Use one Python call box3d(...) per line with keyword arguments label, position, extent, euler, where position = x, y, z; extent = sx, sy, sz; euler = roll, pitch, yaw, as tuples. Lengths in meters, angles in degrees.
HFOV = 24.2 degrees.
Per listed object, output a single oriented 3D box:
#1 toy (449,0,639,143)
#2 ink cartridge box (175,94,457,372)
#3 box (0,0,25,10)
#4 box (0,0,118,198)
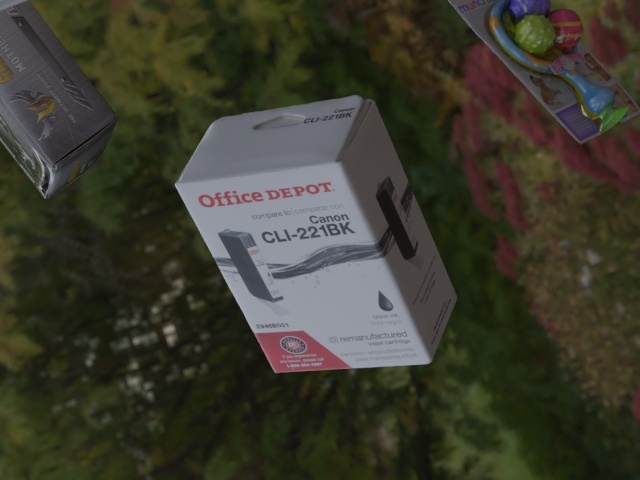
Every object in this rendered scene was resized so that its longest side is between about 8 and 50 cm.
box3d(label="toy", position=(0.258, -0.224, 1.657), extent=(0.237, 0.137, 0.056), euler=(53, 135, 11))
box3d(label="ink cartridge box", position=(0.000, 0.000, 1.560), extent=(0.273, 0.197, 0.114), euler=(65, -146, -31))
box3d(label="box", position=(-0.101, -0.224, 0.576), extent=(0.168, 0.345, 0.215), euler=(-122, 11, -69))
box3d(label="box", position=(-0.234, -0.143, 1.023), extent=(0.231, 0.056, 0.183), euler=(53, 168, -4))
